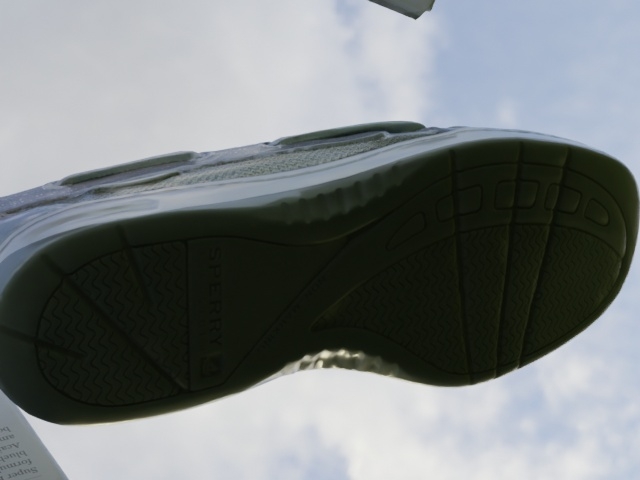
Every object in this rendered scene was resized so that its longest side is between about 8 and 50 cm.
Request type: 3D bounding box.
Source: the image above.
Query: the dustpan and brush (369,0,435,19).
[{"bbox_3d":[0.038,-0.254,0.923,0.147,0.060,0.211,21,-67,-10],"label":"dustpan and brush"}]

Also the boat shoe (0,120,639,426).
[{"bbox_3d":[-0.001,0.003,0.692,0.320,0.103,0.118,-10,-63,-27],"label":"boat shoe"}]

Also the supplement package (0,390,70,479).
[{"bbox_3d":[-0.152,0.205,0.595,0.177,0.293,0.175,-15,-55,-27],"label":"supplement package"}]
